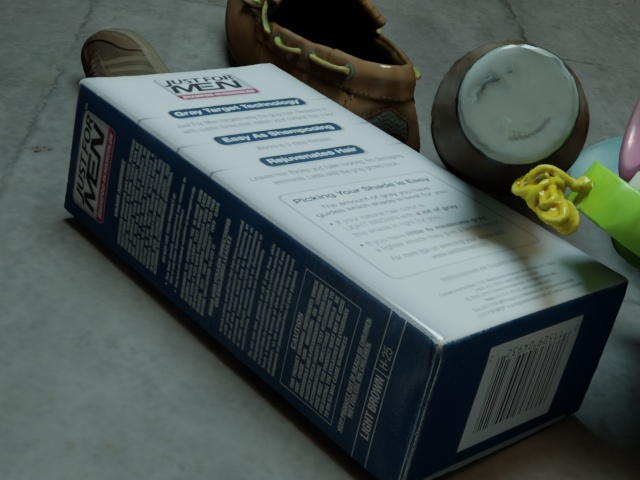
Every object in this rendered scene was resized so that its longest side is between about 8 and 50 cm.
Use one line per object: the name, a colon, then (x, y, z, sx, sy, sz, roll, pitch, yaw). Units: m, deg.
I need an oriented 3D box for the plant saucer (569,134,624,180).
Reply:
plant saucer: (0.326, -0.058, 1.037, 0.195, 0.037, 0.195, 9, 28, -5)

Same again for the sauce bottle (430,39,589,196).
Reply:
sauce bottle: (0.132, -0.082, 0.811, 0.111, 0.111, 0.344, 15, 6, 6)

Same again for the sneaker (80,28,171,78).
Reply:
sneaker: (-0.167, -0.126, 0.946, 0.071, 0.066, 0.188, -12, 36, -35)

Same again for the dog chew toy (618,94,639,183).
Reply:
dog chew toy: (0.406, -0.039, 0.876, 0.331, 0.207, 0.207, 20, 29, -3)

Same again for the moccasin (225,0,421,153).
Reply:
moccasin: (-0.005, -0.190, 1.036, 0.139, 0.147, 0.380, 4, 30, -14)

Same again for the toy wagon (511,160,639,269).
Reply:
toy wagon: (0.265, 0.040, 0.668, 0.344, 0.068, 0.267, 32, 11, -19)

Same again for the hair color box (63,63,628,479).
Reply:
hair color box: (0.000, 0.000, 0.739, 0.174, 0.105, 0.347, -12, 37, -41)
